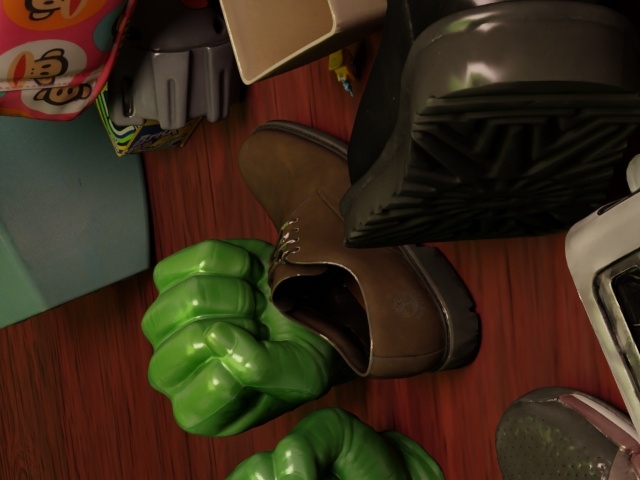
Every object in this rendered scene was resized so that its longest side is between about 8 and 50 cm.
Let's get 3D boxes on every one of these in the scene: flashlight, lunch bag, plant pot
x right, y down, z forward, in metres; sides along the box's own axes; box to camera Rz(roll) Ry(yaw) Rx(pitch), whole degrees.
[{"bbox_3d":[-0.091,-0.231,1.086,0.103,0.103,0.304,8,116,19],"label":"flashlight"},{"bbox_3d":[-0.196,-0.245,1.044,0.293,0.120,0.258,120,139,-51],"label":"lunch bag"},{"bbox_3d":[0.006,-0.165,0.959,0.109,0.096,0.109,-22,83,57],"label":"plant pot"},{"bbox_3d":[-0.245,-0.058,1.309,0.166,0.165,0.234,-19,93,56],"label":"plant pot"}]

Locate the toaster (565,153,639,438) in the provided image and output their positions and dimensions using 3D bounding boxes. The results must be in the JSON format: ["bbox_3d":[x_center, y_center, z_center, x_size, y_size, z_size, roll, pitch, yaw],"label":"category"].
[{"bbox_3d":[0.215,0.028,0.707,0.168,0.110,0.185,-37,71,55],"label":"toaster"}]

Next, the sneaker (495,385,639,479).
[{"bbox_3d":[0.138,0.206,0.830,0.281,0.162,0.106,57,141,27],"label":"sneaker"}]

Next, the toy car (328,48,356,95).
[{"bbox_3d":[0.047,-0.076,1.000,0.040,0.060,0.122,50,-157,-57],"label":"toy car"}]

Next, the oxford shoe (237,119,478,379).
[{"bbox_3d":[0.000,0.000,1.025,0.227,0.096,0.082,49,139,37],"label":"oxford shoe"}]

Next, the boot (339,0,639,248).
[{"bbox_3d":[0.081,-0.146,0.814,0.348,0.131,0.260,117,151,-73],"label":"boot"}]

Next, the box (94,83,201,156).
[{"bbox_3d":[-0.152,-0.151,1.226,0.054,0.059,0.169,-48,62,48],"label":"box"}]

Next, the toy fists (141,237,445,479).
[{"bbox_3d":[-0.017,0.119,1.046,0.096,0.142,0.279,-48,62,51],"label":"toy fists"}]
